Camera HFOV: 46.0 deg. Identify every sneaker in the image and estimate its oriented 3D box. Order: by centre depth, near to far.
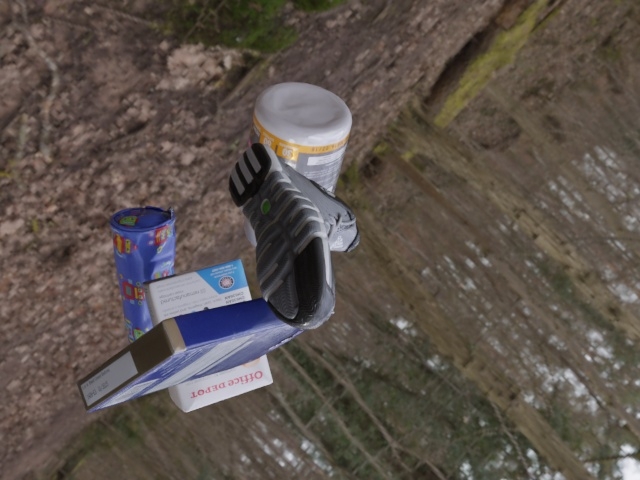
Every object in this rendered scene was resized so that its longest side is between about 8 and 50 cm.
[{"bbox_3d":[0.000,0.000,0.730,0.086,0.132,0.229,-46,-137,25],"label":"sneaker"}]

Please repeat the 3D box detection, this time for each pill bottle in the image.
[{"bbox_3d":[-0.050,-0.116,1.293,0.162,0.162,0.278,-56,165,-47],"label":"pill bottle"}]

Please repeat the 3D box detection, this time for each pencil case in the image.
[{"bbox_3d":[-0.341,0.072,1.508,0.133,0.119,0.306,-48,144,-54],"label":"pencil case"}]

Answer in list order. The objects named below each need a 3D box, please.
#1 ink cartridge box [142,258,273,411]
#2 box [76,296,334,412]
[{"bbox_3d":[-0.210,0.168,1.376,0.171,0.233,0.168,-15,-178,-18],"label":"ink cartridge box"},{"bbox_3d":[-0.100,0.099,0.719,0.136,0.036,0.225,-34,163,33],"label":"box"}]
